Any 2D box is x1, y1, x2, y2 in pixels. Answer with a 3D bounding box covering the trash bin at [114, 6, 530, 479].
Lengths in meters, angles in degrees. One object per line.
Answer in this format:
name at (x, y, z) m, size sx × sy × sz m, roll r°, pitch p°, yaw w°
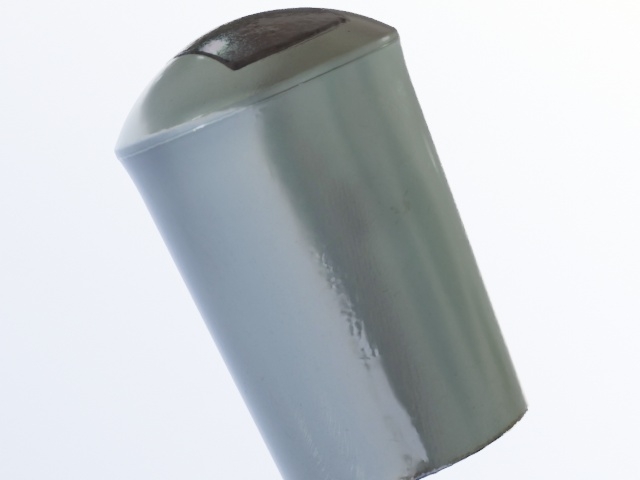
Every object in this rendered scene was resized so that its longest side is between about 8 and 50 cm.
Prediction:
trash bin at (0.000, 0.000, 1.780) m, size 0.432 × 0.280 × 0.280 m, roll 67°, pitch -163°, yaw -6°
